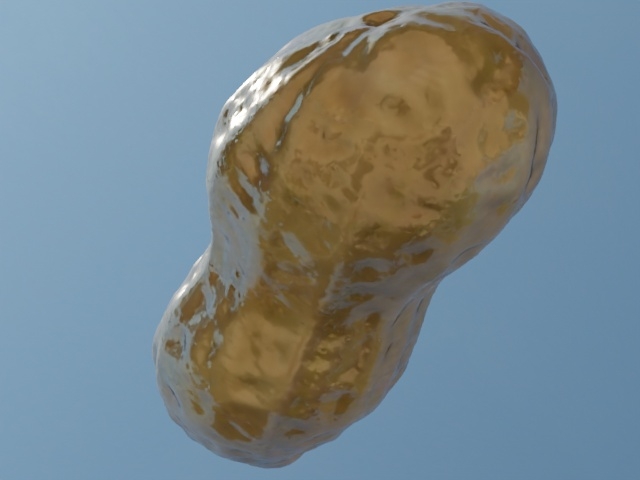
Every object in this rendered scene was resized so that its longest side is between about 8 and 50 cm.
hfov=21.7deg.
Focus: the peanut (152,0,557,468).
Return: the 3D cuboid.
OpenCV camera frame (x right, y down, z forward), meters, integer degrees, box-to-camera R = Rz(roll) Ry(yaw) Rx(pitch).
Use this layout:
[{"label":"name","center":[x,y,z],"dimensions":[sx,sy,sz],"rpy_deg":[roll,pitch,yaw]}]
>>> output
[{"label":"peanut","center":[0.000,0.000,0.690],"dimensions":[0.123,0.123,0.257],"rpy_deg":[47,-49,14]}]
